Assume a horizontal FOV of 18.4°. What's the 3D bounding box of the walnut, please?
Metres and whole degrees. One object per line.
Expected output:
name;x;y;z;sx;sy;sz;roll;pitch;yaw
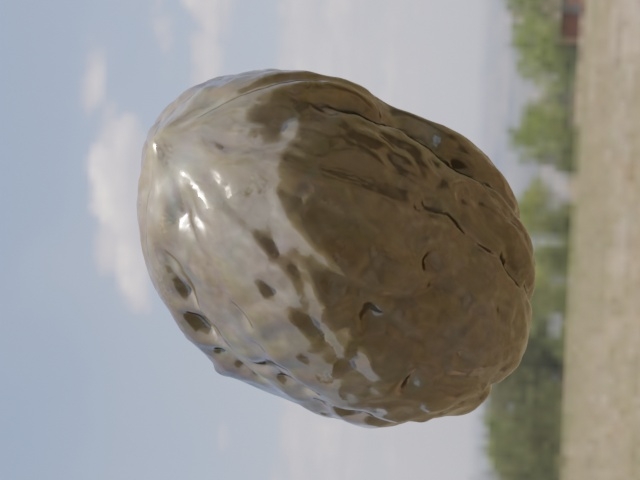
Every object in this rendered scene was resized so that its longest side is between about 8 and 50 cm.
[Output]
walnut;0.002;-0.001;0.992;0.230;0.178;0.178;31;-128;-37
